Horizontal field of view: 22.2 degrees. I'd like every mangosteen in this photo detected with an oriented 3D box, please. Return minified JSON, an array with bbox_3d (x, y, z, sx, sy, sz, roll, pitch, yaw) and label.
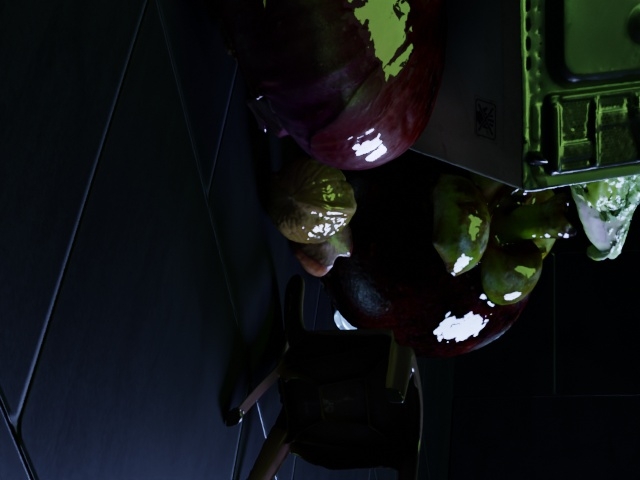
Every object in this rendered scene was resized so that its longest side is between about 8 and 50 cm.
[{"bbox_3d":[0.146,0.002,2.096,0.330,0.330,0.330,-2,90,-80],"label":"mangosteen"}]

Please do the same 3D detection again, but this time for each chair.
[{"bbox_3d":[0.021,0.164,1.752,0.326,0.183,0.176,-67,154,-66],"label":"chair"}]

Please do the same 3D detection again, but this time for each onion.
[{"bbox_3d":[0.035,-0.249,1.610,0.347,0.285,0.348,-19,90,-73],"label":"onion"}]

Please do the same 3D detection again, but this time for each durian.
[{"bbox_3d":[0.344,-0.114,1.926,0.132,0.106,0.375,-97,-170,-48],"label":"durian"}]

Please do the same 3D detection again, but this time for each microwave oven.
[{"bbox_3d":[0.236,-0.284,1.721,0.333,0.247,0.394,27,-57,60],"label":"microwave oven"}]

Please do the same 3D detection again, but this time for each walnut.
[{"bbox_3d":[-0.013,-0.046,1.839,0.124,0.105,0.105,-8,96,-72],"label":"walnut"}]

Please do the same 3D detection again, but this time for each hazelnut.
[{"bbox_3d":[0.000,0.000,1.983,0.086,0.086,0.086,-2,90,-80],"label":"hazelnut"}]

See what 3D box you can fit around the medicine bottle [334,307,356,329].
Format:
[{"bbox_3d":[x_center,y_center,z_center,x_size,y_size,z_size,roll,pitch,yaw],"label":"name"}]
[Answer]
[{"bbox_3d":[0.085,-0.060,2.390,0.108,0.108,0.426,76,15,-52],"label":"medicine bottle"}]
